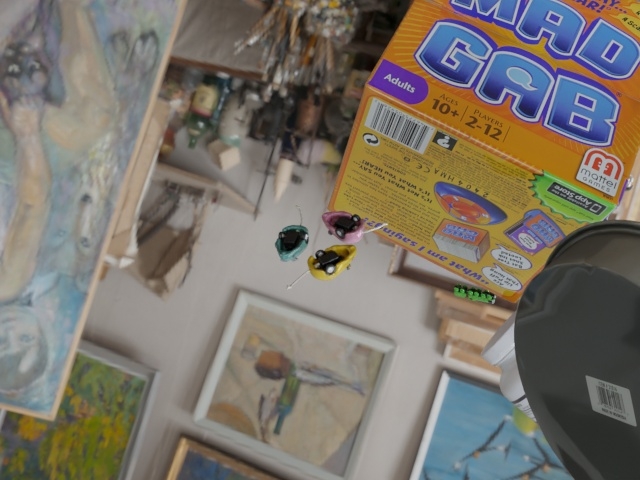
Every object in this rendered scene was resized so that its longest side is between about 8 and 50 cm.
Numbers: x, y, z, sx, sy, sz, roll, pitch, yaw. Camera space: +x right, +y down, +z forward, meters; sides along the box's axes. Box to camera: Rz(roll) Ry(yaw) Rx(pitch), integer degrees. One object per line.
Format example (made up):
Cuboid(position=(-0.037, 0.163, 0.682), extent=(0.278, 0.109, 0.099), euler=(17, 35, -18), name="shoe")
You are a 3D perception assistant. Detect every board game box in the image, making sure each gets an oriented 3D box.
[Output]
Cuboid(position=(0.265, -0.184, 1.158), extent=(0.356, 0.356, 0.356), euler=(27, 154, 4), name="board game box")

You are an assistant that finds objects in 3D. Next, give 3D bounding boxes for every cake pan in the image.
Cuboid(position=(0.265, 0.129, 0.621), extent=(0.054, 0.293, 0.293), euler=(-19, -169, -21), name="cake pan")

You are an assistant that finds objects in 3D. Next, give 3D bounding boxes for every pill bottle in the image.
Cuboid(position=(0.449, 0.263, 1.306), extent=(0.323, 0.181, 0.181), euler=(41, 180, 9), name="pill bottle")

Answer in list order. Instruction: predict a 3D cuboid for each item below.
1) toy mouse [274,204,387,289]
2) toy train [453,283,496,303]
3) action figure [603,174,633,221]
Cuboid(position=(0.000, 0.000, 0.941), extent=(0.143, 0.161, 0.031), euler=(46, 156, 48), name="toy mouse")
Cuboid(position=(0.275, 0.096, 1.319), extent=(0.083, 0.024, 0.017), euler=(12, -141, 39), name="toy train")
Cuboid(position=(0.534, -0.105, 1.475), extent=(0.164, 0.276, 0.141), euler=(-7, 177, -13), name="action figure")
